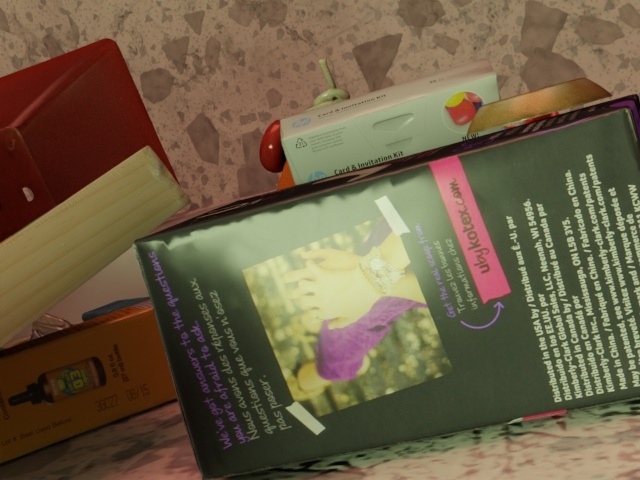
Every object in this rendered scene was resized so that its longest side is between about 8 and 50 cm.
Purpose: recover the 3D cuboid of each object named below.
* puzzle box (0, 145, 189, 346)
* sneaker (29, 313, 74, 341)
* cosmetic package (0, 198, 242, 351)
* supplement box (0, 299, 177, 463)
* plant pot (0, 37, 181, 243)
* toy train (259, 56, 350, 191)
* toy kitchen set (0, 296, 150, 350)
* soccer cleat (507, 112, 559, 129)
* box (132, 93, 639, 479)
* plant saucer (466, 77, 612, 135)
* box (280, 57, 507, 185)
[{"bbox_3d":[-0.299,0.085,0.804,0.409,0.052,0.272,-27,12,44],"label":"puzzle box"},{"bbox_3d":[-0.225,0.112,1.062,0.135,0.058,0.052,12,-14,35],"label":"sneaker"},{"bbox_3d":[-0.255,0.041,1.518,0.377,0.097,0.284,-18,4,-9],"label":"cosmetic package"},{"bbox_3d":[-0.170,0.099,0.877,0.233,0.078,0.080,-18,6,-21],"label":"supplement box"},{"bbox_3d":[-0.392,-0.093,1.559,0.267,0.267,0.236,-15,18,24],"label":"plant pot"},{"bbox_3d":[-0.015,-0.016,0.836,0.105,0.143,0.248,20,-17,16],"label":"toy train"},{"bbox_3d":[-0.279,0.054,1.145,0.207,0.166,0.122,-21,8,-35],"label":"toy kitchen set"},{"bbox_3d":[0.177,-0.070,1.276,0.318,0.116,0.109,-22,10,-37],"label":"soccer cleat"},{"bbox_3d":[0.061,0.023,0.635,0.270,0.143,0.165,-14,5,19],"label":"box"},{"bbox_3d":[0.121,-0.077,0.633,0.083,0.015,0.083,-15,3,1],"label":"plant saucer"},{"bbox_3d":[0.067,-0.015,0.771,0.145,0.186,0.038,-17,29,4],"label":"box"}]
